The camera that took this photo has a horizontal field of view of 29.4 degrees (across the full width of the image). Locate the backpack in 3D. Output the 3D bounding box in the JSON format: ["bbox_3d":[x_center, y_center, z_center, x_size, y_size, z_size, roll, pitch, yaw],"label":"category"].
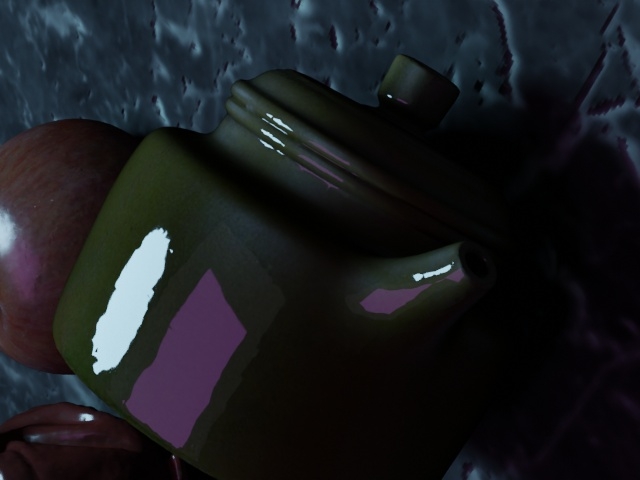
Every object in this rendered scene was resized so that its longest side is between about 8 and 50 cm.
[{"bbox_3d":[-0.166,0.204,0.798,0.229,0.138,0.229,40,137,51],"label":"backpack"}]

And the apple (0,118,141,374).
[{"bbox_3d":[-0.151,0.008,0.724,0.153,0.120,0.154,21,121,41],"label":"apple"}]

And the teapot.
[{"bbox_3d":[0.000,0.000,0.535,0.175,0.185,0.267,-58,25,5],"label":"teapot"}]
